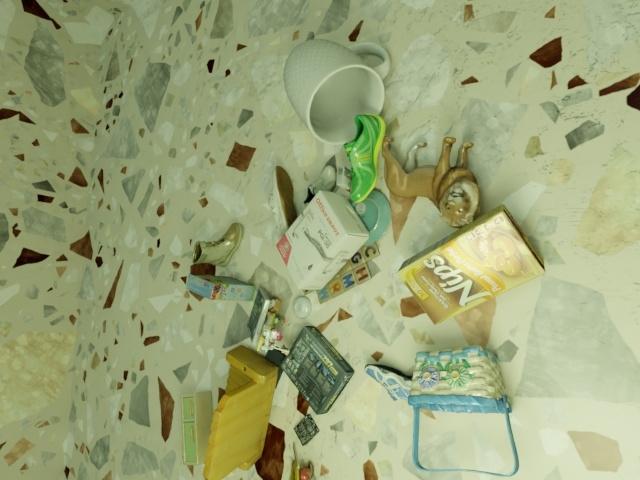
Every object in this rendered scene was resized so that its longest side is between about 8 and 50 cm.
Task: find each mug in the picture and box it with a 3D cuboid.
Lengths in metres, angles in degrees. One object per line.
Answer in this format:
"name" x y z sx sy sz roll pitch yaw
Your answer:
"mug" 0.060 -0.552 1.490 0.374 0.276 0.328 -30 51 -2

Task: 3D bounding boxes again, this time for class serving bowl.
"serving bowl" -0.071 0.240 1.573 0.083 0.027 0.083 -9 75 38

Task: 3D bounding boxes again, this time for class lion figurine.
"lion figurine" 0.307 -0.177 1.290 0.392 0.142 0.240 19 102 54

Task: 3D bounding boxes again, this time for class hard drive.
"hard drive" -0.175 0.464 1.619 0.094 0.022 0.135 29 101 39

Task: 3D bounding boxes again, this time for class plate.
"plate" 0.144 -0.078 1.443 0.188 0.024 0.188 -8 77 39

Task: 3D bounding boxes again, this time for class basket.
"basket" 0.338 0.416 1.084 0.255 0.201 0.289 -19 60 35

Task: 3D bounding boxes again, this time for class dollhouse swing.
"dollhouse swing" -0.339 0.597 1.530 0.315 0.305 0.347 17 99 40

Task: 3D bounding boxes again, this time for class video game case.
"video game case" -0.235 0.278 1.643 0.190 0.022 0.173 -150 77 -73

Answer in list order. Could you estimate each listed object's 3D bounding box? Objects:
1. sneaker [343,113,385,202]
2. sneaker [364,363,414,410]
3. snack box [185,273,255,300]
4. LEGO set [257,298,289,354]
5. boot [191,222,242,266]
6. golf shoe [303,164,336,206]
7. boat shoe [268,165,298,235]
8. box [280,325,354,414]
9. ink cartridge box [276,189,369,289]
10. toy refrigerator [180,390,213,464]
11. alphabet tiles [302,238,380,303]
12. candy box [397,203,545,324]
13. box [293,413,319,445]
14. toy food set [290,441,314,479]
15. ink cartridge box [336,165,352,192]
"sneaker" 0.125 -0.268 1.428 0.109 0.123 0.295 180 100 -68
"sneaker" 0.210 0.417 1.270 0.211 0.080 0.081 15 88 42
"snack box" -0.393 0.185 1.733 0.174 0.207 0.070 13 90 40
"LEGO set" -0.150 0.321 1.542 0.287 0.107 0.132 -91 19 -75
"boot" -0.430 0.013 1.824 0.077 0.165 0.213 41 110 36
"golf shoe" -0.003 -0.191 1.562 0.069 0.086 0.176 24 95 42
"boat shoe" -0.160 -0.150 1.676 0.096 0.098 0.277 -22 70 34
"box" -0.016 0.429 1.470 0.233 0.059 0.183 41 108 38
"ink cartridge box" 0.000 0.000 1.470 0.283 0.117 0.207 -50 54 30
"toy refrigerator" -0.506 0.763 1.792 0.102 0.094 0.269 -20 69 36
"alphabet tiles" 0.044 0.047 1.526 0.342 0.011 0.285 -32 63 31
"candy box" 0.383 0.069 1.141 0.316 0.087 0.183 -35 92 29
"box" -0.048 0.641 1.482 0.083 0.018 0.067 -53 54 19
"toy food set" -0.055 0.784 1.416 0.128 0.071 0.218 -150 65 -77
"ink cartridge box" 0.090 -0.203 1.472 0.029 0.115 0.063 -1 81 27
